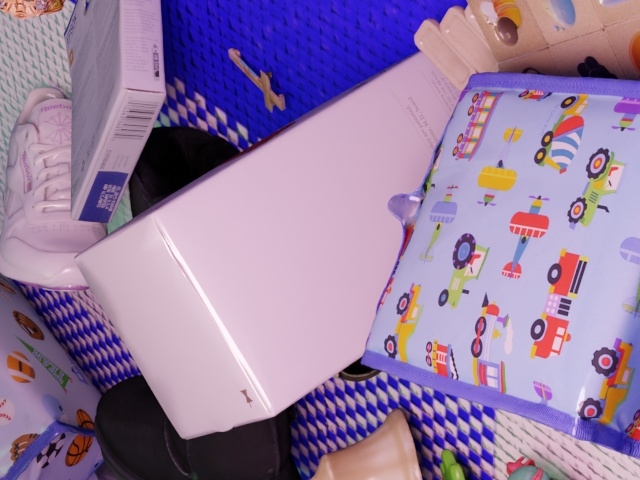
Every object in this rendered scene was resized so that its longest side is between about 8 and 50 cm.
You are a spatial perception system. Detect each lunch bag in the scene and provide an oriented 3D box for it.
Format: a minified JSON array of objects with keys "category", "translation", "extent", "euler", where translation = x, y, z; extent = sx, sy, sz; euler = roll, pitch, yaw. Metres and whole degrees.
[{"category":"lunch bag","translation":[0.140,0.005,1.295],"extent":[0.138,0.221,0.293],"euler":[22,176,-40]},{"category":"lunch bag","translation":[-0.394,0.192,2.357],"extent":[0.328,0.239,0.385],"euler":[49,-171,15]}]

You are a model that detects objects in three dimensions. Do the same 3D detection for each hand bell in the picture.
[{"category":"hand bell","translation":[-0.032,0.240,1.837],"extent":[0.126,0.242,0.126],"euler":[170,90,-82]}]

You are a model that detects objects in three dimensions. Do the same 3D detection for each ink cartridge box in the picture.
[{"category":"ink cartridge box","translation":[-0.193,-0.166,1.836],"extent":[0.223,0.045,0.224],"euler":[122,148,-54]}]

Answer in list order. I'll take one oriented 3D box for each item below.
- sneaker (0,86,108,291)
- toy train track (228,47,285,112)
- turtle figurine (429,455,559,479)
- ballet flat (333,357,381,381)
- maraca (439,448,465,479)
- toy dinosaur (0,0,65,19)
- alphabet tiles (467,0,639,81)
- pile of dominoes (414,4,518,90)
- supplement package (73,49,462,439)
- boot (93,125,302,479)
[{"category":"sneaker","translation":[-0.280,-0.054,2.019],"extent":[0.305,0.114,0.152],"euler":[-117,30,-58]},{"category":"toy train track","translation":[-0.054,-0.146,1.755],"extent":[0.083,0.014,0.048],"euler":[46,158,32]},{"category":"turtle figurine","translation":[0.205,0.269,1.657],"extent":[0.234,0.118,0.175],"euler":[47,169,-14]},{"category":"ballet flat","translation":[0.047,0.086,1.782],"extent":[0.084,0.058,0.250],"euler":[60,152,-3]},{"category":"maraca","translation":[0.141,0.283,1.799],"extent":[0.127,0.099,0.185],"euler":[96,159,-67]},{"category":"toy dinosaur","translation":[-0.201,-0.328,1.503],"extent":[0.218,0.164,0.322],"euler":[91,169,-57]},{"category":"alphabet tiles","translation":[0.211,-0.176,1.269],"extent":[0.342,0.011,0.285],"euler":[-14,107,55]},{"category":"pile of dominoes","translation":[0.191,-0.110,1.399],"extent":[0.251,0.040,0.196],"euler":[-24,97,54]},{"category":"supplement package","translation":[-0.007,0.001,1.530],"extent":[0.175,0.293,0.177],"euler":[59,152,-4]},{"category":"boot","translation":[-0.145,0.087,1.996],"extent":[0.367,0.146,0.445],"euler":[30,142,44]}]
